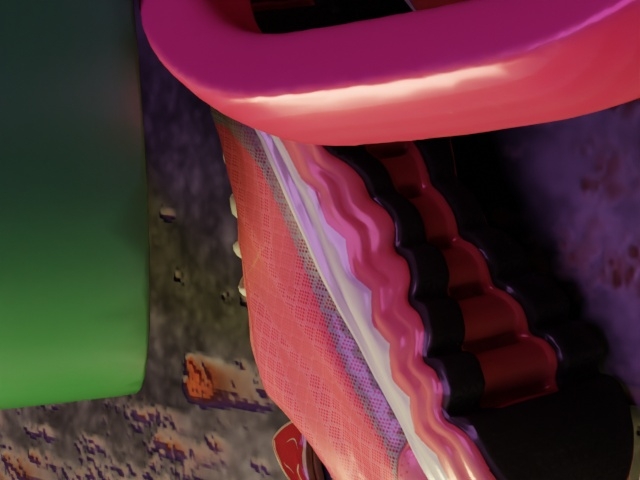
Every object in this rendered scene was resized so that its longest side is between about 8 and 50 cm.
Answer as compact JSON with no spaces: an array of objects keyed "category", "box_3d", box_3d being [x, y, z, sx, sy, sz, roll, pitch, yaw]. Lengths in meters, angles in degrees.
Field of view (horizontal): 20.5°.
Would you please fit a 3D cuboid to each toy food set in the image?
[{"category":"toy food set","box_3d":[-0.001,0.134,0.811,0.078,0.019,0.122,-20,79,46]}]

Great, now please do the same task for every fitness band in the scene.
[{"category":"fitness band","box_3d":[0.050,-0.135,0.577,0.291,0.054,0.209,-5,64,44]}]

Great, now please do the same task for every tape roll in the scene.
[{"category":"tape roll","box_3d":[-0.134,-0.088,0.781,0.321,0.077,0.321,173,90,-79]}]

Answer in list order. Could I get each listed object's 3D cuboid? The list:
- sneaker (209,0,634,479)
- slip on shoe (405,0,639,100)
[{"category":"sneaker","box_3d":[0.000,0.000,0.731,0.136,0.116,0.313,-42,64,42]},{"category":"slip on shoe","box_3d":[0.137,-0.081,0.567,0.331,0.101,0.123,18,133,44]}]
